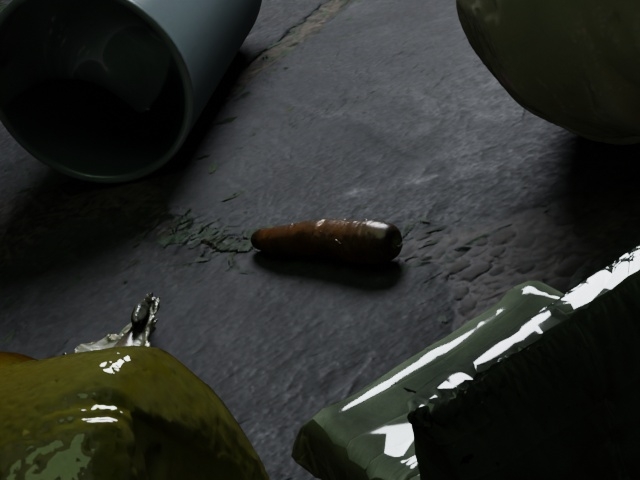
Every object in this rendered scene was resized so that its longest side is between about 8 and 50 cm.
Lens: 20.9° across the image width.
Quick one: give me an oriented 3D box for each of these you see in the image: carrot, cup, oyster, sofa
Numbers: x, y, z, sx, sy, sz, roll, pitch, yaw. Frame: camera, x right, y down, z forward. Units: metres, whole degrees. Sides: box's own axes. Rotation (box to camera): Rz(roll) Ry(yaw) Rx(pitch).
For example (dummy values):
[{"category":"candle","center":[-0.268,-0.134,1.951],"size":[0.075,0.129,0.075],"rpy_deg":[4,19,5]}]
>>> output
[{"category":"carrot","center":[0.001,-0.001,1.370],"size":[0.165,0.036,0.035],"rpy_deg":[4,37,45]},{"category":"cup","center":[-0.177,-0.218,1.712],"size":[0.205,0.205,0.312],"rpy_deg":[-10,28,23]},{"category":"oyster","center":[-0.148,0.102,1.294],"size":[0.106,0.061,0.200],"rpy_deg":[-32,20,22]},{"category":"sofa","center":[0.104,0.083,0.980],"size":[0.210,0.176,0.225],"rpy_deg":[-31,28,-15]}]

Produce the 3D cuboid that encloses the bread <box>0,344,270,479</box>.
[{"category":"bread","center":[-0.109,0.181,0.879],"size":[0.148,0.270,0.270],"rpy_deg":[-13,28,16]}]

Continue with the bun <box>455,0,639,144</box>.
[{"category":"bun","center":[0.286,-0.201,1.320],"size":[0.365,0.219,0.365],"rpy_deg":[-29,12,7]}]
